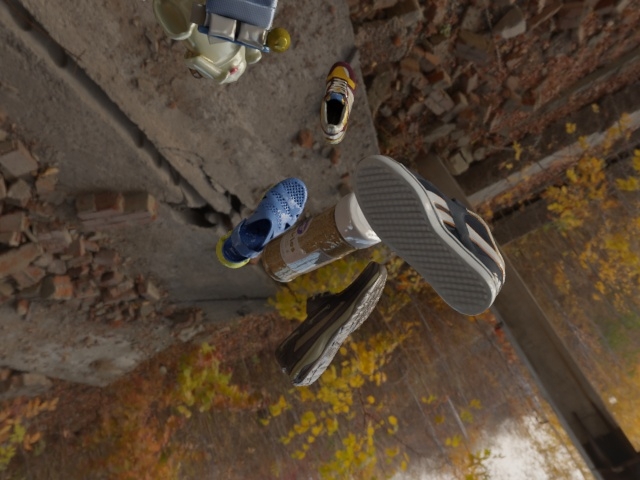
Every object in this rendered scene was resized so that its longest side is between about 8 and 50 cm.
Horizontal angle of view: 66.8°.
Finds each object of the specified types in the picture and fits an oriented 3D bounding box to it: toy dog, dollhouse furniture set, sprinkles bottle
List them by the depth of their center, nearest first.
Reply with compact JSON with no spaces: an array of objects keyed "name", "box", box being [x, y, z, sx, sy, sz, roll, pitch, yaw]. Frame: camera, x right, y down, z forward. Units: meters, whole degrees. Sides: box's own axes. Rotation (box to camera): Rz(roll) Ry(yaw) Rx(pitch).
[{"name":"dollhouse furniture set","box":[-0.153,-0.479,0.793,0.303,0.198,0.287,10,114,-23]},{"name":"sprinkles bottle","box":[0.000,0.000,1.135,0.121,0.121,0.355,-2,163,-40]},{"name":"toy dog","box":[-0.375,-0.670,1.562,0.285,0.395,0.408,-49,163,-8]}]

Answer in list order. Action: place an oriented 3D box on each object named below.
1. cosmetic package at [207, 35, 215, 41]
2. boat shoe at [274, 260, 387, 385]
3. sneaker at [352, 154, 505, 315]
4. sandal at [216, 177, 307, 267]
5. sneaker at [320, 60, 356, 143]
[{"name":"cosmetic package","box":[-0.217,-0.454,1.047,0.060,0.115,0.041,-13,108,-9]},{"name":"boat shoe","box":[0.020,0.178,1.164,0.355,0.130,0.132,-49,157,-12]},{"name":"sneaker","box":[0.191,-0.024,0.850,0.127,0.321,0.126,-32,171,-46]},{"name":"sandal","box":[-0.147,-0.048,1.329,0.317,0.126,0.138,-50,-169,-14]},{"name":"sneaker","box":[0.039,-0.300,1.013,0.069,0.186,0.084,5,169,2]}]
